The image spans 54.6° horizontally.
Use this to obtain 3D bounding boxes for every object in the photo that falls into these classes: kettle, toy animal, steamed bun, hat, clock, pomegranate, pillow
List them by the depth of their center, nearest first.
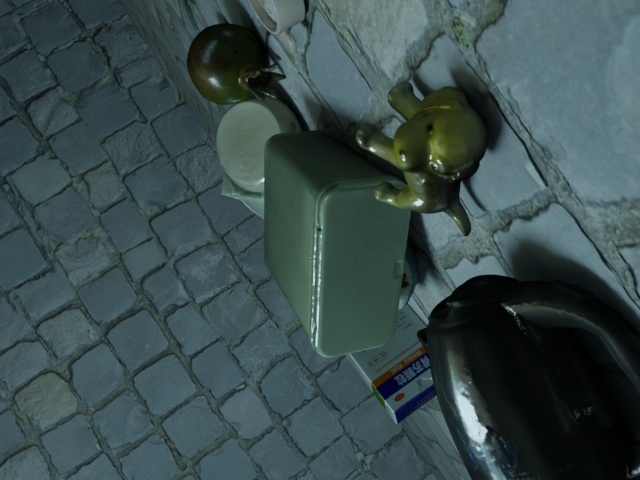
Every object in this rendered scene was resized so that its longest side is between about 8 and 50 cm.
[{"bbox_3d":[0.134,-0.109,0.807,0.168,0.121,0.233,40,167,26],"label":"toy animal"},{"bbox_3d":[0.287,0.190,0.808,0.321,0.228,0.324,-21,100,54],"label":"kettle"},{"bbox_3d":[-0.083,-0.421,1.017,0.229,0.063,0.155,64,171,-27],"label":"clock"},{"bbox_3d":[0.128,0.045,1.340,0.214,0.086,0.233,56,160,23],"label":"pillow"},{"bbox_3d":[-0.186,-0.381,1.375,0.224,0.181,0.181,30,157,33],"label":"pomegranate"},{"bbox_3d":[-0.134,-0.233,1.508,0.232,0.232,0.145,54,-152,14],"label":"steamed bun"},{"bbox_3d":[-0.112,-0.183,1.753,0.301,0.168,0.258,37,139,-24],"label":"hat"}]

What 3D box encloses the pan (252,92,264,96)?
[{"bbox_3d":[-0.214,-0.438,1.673,0.212,0.040,0.115,51,172,-7],"label":"pan"}]

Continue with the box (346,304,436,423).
[{"bbox_3d":[0.180,0.278,1.573,0.299,0.200,0.106,51,169,34],"label":"box"}]

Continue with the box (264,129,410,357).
[{"bbox_3d":[0.009,-0.012,1.245,0.344,0.177,0.352,-132,38,-54],"label":"box"}]

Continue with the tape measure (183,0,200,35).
[{"bbox_3d":[-0.349,-0.565,1.814,0.330,0.084,0.164,56,167,-5],"label":"tape measure"}]
